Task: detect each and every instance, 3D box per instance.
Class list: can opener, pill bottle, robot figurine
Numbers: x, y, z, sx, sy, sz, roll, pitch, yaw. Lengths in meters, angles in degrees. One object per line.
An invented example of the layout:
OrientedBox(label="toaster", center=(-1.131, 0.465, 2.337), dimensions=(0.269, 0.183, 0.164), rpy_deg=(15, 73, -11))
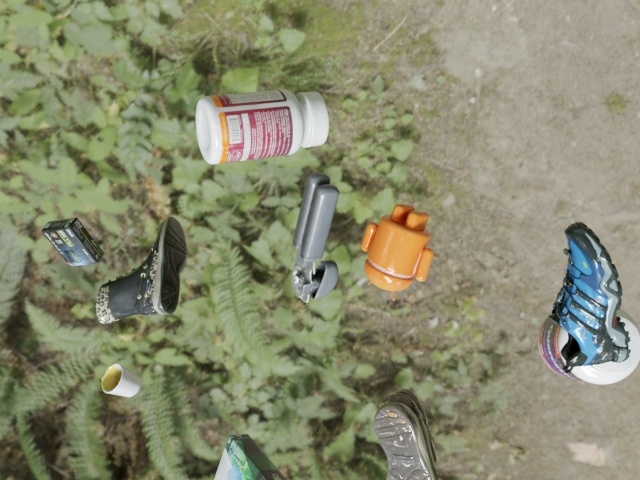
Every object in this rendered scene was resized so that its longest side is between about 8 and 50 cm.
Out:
OrientedBox(label="can opener", center=(0.000, 0.000, 1.443), dimensions=(0.095, 0.076, 0.283), rpy_deg=(-7, 131, -27))
OrientedBox(label="pill bottle", center=(0.622, 0.236, 1.735), dimensions=(0.181, 0.181, 0.323), rpy_deg=(23, 175, 7))
OrientedBox(label="robot figurine", center=(0.178, 0.024, 1.765), dimensions=(0.158, 0.128, 0.219), rpy_deg=(18, 105, -5))
OrientedBox(label="pill bottle", center=(-0.105, -0.209, 1.358), dimensions=(0.221, 0.121, 0.121), rpy_deg=(-9, 146, -22))

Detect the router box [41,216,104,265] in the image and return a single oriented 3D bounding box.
OrientedBox(label="router box", center=(-0.584, 0.005, 1.776), dimensions=(0.092, 0.038, 0.122), rpy_deg=(-7, 131, 28))

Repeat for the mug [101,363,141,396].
OrientedBox(label="mug", center=(-0.411, 0.291, 1.559), dimensions=(0.064, 0.062, 0.078), rpy_deg=(36, -178, -43))

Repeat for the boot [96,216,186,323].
OrientedBox(label="boot", center=(-0.386, 0.065, 1.615), dimensions=(0.178, 0.236, 0.085), rpy_deg=(-15, 143, 21))

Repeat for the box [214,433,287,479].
OrientedBox(label="box", center=(-0.121, 0.574, 1.497), dimensions=(0.322, 0.058, 0.232), rpy_deg=(32, 109, 47))

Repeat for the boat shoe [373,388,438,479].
OrientedBox(label="boat shoe", center=(0.226, 0.507, 1.769), dimensions=(0.132, 0.130, 0.355), rpy_deg=(3, 118, 30))

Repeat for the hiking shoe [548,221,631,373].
OrientedBox(label="hiking shoe", center=(0.504, 0.116, 1.448), dimensions=(0.132, 0.113, 0.304), rpy_deg=(-17, 104, 4))
